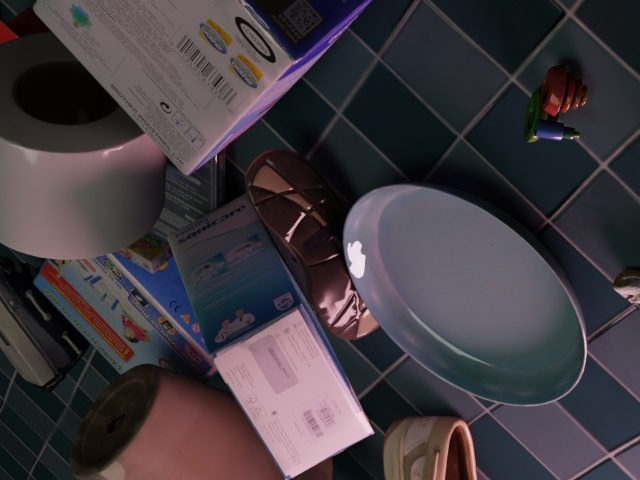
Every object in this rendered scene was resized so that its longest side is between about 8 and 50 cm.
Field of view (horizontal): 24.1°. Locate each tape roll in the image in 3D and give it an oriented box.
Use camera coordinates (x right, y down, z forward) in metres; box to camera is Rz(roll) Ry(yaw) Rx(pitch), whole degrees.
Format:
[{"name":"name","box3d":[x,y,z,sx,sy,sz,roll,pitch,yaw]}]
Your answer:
[{"name":"tape roll","box3d":[-0.306,-0.117,1.821,0.246,0.246,0.169,31,136,24]}]

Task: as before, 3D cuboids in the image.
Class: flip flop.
[{"name":"flip flop","box3d":[0.000,0.000,1.796,0.277,0.112,0.080,53,-178,-24]}]

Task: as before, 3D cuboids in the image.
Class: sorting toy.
[{"name":"sorting toy","box3d":[0.225,-0.122,1.413,0.042,0.061,0.102,10,156,-6]}]

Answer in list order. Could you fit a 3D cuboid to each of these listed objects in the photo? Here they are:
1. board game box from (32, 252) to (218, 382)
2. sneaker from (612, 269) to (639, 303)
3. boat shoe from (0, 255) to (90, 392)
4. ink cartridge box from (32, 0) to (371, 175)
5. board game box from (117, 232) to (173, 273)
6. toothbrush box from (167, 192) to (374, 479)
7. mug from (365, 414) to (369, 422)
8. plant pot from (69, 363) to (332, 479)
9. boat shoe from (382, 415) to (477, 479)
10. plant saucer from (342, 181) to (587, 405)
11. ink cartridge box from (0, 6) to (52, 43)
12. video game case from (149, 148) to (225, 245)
[{"name":"board game box","box3d":[-0.273,0.099,2.260,0.308,0.086,0.302,47,150,0]},{"name":"sneaker","box3d":[0.333,0.047,1.498,0.037,0.032,0.083,45,158,-25]},{"name":"boat shoe","box3d":[-0.487,0.070,2.425,0.127,0.158,0.341,7,133,56]},{"name":"ink cartridge box","box3d":[-0.118,-0.265,1.564,0.270,0.151,0.395,47,152,-3]},{"name":"board game box","box3d":[-0.253,-0.026,2.068,0.154,0.103,0.026,28,145,27]},{"name":"toothbrush box","box3d":[-0.067,0.111,1.832,0.216,0.126,0.295,62,179,-31]},{"name":"mug","box3d":[0.028,0.258,2.117,0.064,0.078,0.062,55,-177,2]},{"name":"plant pot","box3d":[-0.191,0.329,2.127,0.280,0.323,0.323,39,155,-26]},{"name":"boat shoe","box3d":[0.163,0.396,1.935,0.110,0.121,0.341,-9,93,42]},{"name":"plant saucer","box3d":[0.166,0.054,1.682,0.317,0.044,0.318,27,143,22]},{"name":"ink cartridge box","box3d":[-0.380,-0.216,2.025,0.134,0.078,0.231,42,150,6]},{"name":"video game case","box3d":[-0.201,-0.110,1.935,0.196,0.026,0.274,28,134,28]}]
